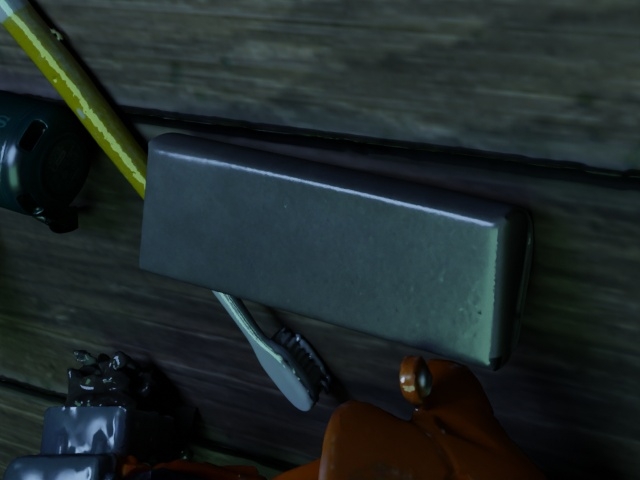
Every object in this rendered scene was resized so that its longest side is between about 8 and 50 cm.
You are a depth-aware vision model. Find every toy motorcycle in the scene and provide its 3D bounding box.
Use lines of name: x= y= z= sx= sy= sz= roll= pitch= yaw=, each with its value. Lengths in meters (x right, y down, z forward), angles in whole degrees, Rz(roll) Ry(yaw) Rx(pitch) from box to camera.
toy motorcycle: x=-0.018 y=0.141 z=0.563 sx=0.326 sy=0.147 sz=0.221 roll=-4 pitch=159 yaw=19

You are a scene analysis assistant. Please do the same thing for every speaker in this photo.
speaker: x=-0.162 y=-0.034 z=0.620 sx=0.075 sy=0.060 sz=0.094 roll=16 pitch=134 yaw=27

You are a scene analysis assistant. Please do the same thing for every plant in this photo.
plant: x=-0.121 y=0.145 z=0.743 sx=0.085 sy=0.087 sz=0.174 roll=42 pitch=146 yaw=47

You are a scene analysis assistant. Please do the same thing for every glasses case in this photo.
glasses case: x=0.001 y=0.001 z=0.531 sx=0.191 sy=0.042 sz=0.072 roll=14 pitch=102 yaw=27

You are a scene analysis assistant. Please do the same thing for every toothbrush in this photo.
toothbrush: x=-0.084 y=-0.026 z=0.601 sx=0.021 sy=0.024 sz=0.288 roll=-24 pitch=108 yaw=44
